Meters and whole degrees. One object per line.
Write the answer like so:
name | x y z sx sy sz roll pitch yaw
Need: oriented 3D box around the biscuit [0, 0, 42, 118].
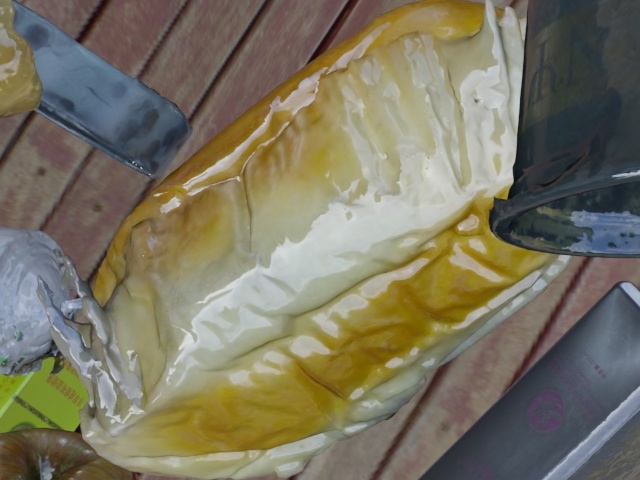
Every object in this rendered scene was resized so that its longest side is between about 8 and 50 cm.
biscuit | -0.365 -0.211 0.449 0.446 0.104 0.429 -17 88 -38

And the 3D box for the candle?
candle | -0.389 0.069 1.472 0.330 0.187 0.187 6 89 22

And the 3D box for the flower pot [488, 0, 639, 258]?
flower pot | 0.130 -0.057 0.396 0.157 0.157 0.106 -2 78 -5

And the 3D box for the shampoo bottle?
shampoo bottle | 0.150 0.144 0.808 0.246 0.080 0.079 -48 134 13

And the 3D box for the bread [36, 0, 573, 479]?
bread | 0.006 0.006 0.804 0.389 0.236 0.183 -32 53 16

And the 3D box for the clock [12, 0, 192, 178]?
clock | -0.274 -0.169 1.177 0.325 0.325 0.067 32 86 -4

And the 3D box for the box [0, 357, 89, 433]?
box | -0.418 0.270 1.663 0.047 0.187 0.335 28 74 24

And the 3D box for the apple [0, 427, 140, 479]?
apple | -0.305 0.321 1.329 0.261 0.261 0.194 6 105 -5
